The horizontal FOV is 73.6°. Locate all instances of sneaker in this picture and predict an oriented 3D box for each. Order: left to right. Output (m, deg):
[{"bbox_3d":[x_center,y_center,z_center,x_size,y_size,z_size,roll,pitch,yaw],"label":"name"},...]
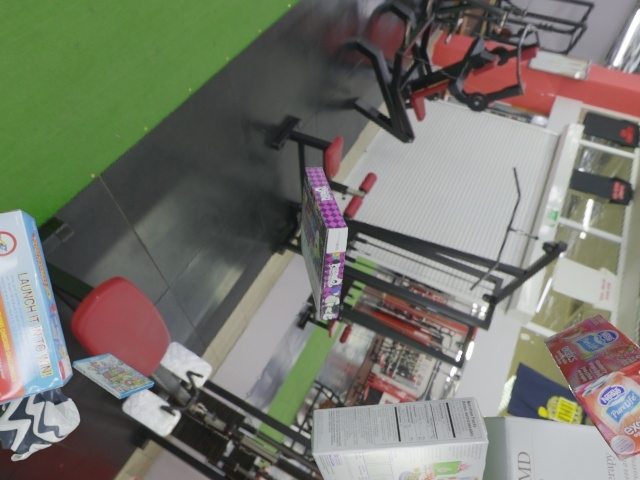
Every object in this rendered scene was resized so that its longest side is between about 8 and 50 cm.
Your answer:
[{"bbox_3d":[-0.587,0.313,0.836,0.153,0.235,0.094,-38,162,-5],"label":"sneaker"}]

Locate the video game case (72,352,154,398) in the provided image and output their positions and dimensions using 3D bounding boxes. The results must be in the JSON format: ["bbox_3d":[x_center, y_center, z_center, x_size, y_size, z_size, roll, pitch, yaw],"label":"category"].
[{"bbox_3d":[-0.530,0.344,1.100,0.015,0.167,0.119,-67,162,4],"label":"video game case"}]

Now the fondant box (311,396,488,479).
[{"bbox_3d":[0.166,0.443,0.901,0.096,0.331,0.238,-88,168,-49],"label":"fondant box"}]

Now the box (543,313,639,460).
[{"bbox_3d":[0.498,0.236,0.740,0.123,0.128,0.257,-35,173,18],"label":"box"}]

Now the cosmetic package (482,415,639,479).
[{"bbox_3d":[0.610,0.630,1.055,0.327,0.395,0.329,79,17,-67],"label":"cosmetic package"}]

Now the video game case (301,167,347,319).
[{"bbox_3d":[0.000,0.000,0.839,0.232,0.042,0.210,-108,-162,-54],"label":"video game case"}]

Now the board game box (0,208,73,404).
[{"bbox_3d":[-0.611,0.131,0.693,0.086,0.302,0.307,161,-85,-69],"label":"board game box"}]
